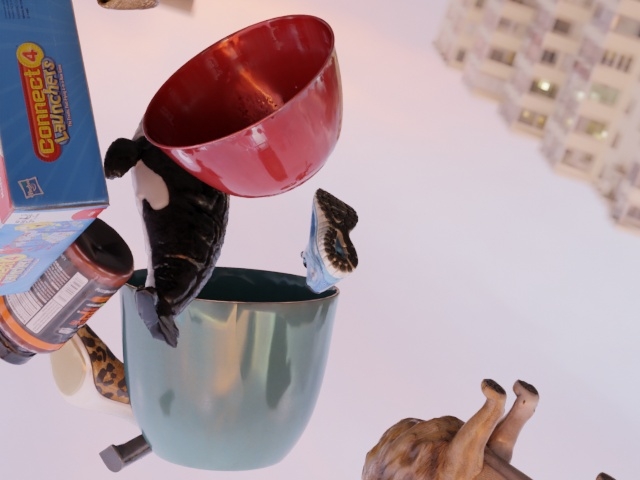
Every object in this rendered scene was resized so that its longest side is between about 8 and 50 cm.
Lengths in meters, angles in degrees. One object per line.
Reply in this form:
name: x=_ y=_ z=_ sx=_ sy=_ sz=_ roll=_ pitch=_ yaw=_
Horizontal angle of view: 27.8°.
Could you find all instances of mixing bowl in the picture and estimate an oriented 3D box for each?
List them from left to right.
mixing bowl: x=-0.051 y=-0.101 z=1.106 sx=0.181 sy=0.098 sz=0.181 roll=-20 pitch=-146 yaw=14

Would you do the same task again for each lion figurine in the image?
lion figurine: x=0.225 y=0.313 z=1.472 sx=0.392 sy=0.240 sz=0.142 roll=40 pitch=-160 yaw=30

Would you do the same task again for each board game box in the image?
board game box: x=-0.305 y=-0.129 z=1.207 sx=0.086 sy=0.308 sz=0.302 roll=-6 pitch=166 yaw=-28

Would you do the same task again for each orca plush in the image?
orca plush: x=-0.127 y=-0.046 z=1.236 sx=0.151 sy=0.102 sz=0.287 roll=43 pitch=-147 yaw=-23

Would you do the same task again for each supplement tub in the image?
supplement tub: x=-0.320 y=0.064 z=1.555 sx=0.106 sy=0.198 sz=0.106 roll=38 pitch=-155 yaw=-21

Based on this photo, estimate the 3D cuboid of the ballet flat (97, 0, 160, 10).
ballet flat: x=-0.171 y=-0.272 z=1.068 sx=0.067 sy=0.206 sz=0.073 roll=-21 pitch=-133 yaw=-18

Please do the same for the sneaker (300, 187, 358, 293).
sneaker: x=0.000 y=0.000 z=1.528 sx=0.063 sy=0.073 sz=0.162 roll=32 pitch=-149 yaw=-19

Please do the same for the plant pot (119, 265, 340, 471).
plant pot: x=-0.129 y=0.171 z=1.725 sx=0.293 sy=0.235 sz=0.293 roll=5 pitch=-173 yaw=-1

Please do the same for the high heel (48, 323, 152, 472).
high heel: x=-0.283 y=0.183 z=1.853 sx=0.186 sy=0.093 sz=0.261 roll=-24 pitch=-90 yaw=-51
